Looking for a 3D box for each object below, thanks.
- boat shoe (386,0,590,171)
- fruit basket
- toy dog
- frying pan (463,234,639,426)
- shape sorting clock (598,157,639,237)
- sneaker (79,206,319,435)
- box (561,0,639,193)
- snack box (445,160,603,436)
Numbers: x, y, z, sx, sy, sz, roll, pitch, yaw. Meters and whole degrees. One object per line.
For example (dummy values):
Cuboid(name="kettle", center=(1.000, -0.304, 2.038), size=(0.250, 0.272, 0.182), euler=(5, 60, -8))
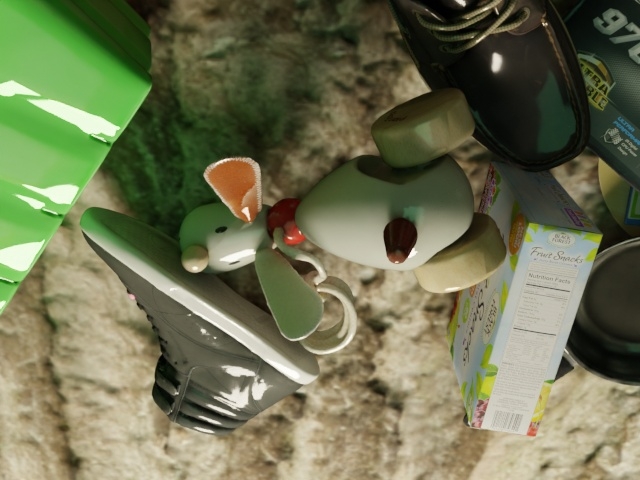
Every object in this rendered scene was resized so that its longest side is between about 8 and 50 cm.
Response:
Cuboid(name="boat shoe", center=(0.106, -0.204, 0.658), size=(0.132, 0.130, 0.355), euler=(-31, 98, 22))
Cuboid(name="fruit basket", center=(-0.366, -0.127, 0.646), size=(0.392, 0.283, 0.391), euler=(-6, 122, -9))
Cuboid(name="toy dog", center=(0.000, 0.000, 0.699), size=(0.334, 0.161, 0.220), euler=(-36, 95, 36))
Cuboid(name="frying pan", center=(0.315, 0.116, 0.856), size=(0.197, 0.053, 0.326), euler=(23, 125, -7))
Cuboid(name="shape sorting clock", center=(0.377, -0.078, 0.778), size=(0.206, 0.040, 0.206), euler=(5, 118, 9))
Cuboid(name="sneaker", center=(-0.155, 0.099, 0.832), size=(0.296, 0.104, 0.147), euler=(40, 103, -18))
Cuboid(name="box", center=(0.311, -0.138, 0.712), size=(0.220, 0.051, 0.175), euler=(44, 109, 7))
Cuboid(name="snack box", center=(0.183, 0.049, 0.765), size=(0.070, 0.174, 0.207), euler=(8, 113, -3))
